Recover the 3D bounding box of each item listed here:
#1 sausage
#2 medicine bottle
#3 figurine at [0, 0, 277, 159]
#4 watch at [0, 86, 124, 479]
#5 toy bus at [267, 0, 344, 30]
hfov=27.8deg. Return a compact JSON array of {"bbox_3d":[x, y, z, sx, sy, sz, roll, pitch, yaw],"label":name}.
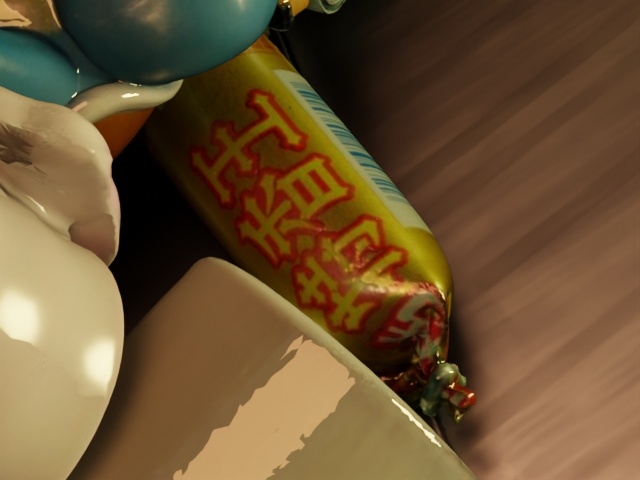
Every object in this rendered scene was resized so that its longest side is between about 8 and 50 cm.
[{"bbox_3d":[-0.001,0.002,0.842,0.125,0.117,0.317,-54,56,25],"label":"sausage"},{"bbox_3d":[-0.055,0.167,0.702,0.238,0.238,0.232,37,77,29],"label":"medicine bottle"},{"bbox_3d":[-0.218,-0.101,0.809,0.416,0.243,0.298,-45,12,29],"label":"figurine"},{"bbox_3d":[-0.224,0.041,0.642,0.248,0.211,0.217,-16,51,30],"label":"watch"},{"bbox_3d":[-0.002,-0.286,0.920,0.138,0.167,0.275,22,47,27],"label":"toy bus"}]
